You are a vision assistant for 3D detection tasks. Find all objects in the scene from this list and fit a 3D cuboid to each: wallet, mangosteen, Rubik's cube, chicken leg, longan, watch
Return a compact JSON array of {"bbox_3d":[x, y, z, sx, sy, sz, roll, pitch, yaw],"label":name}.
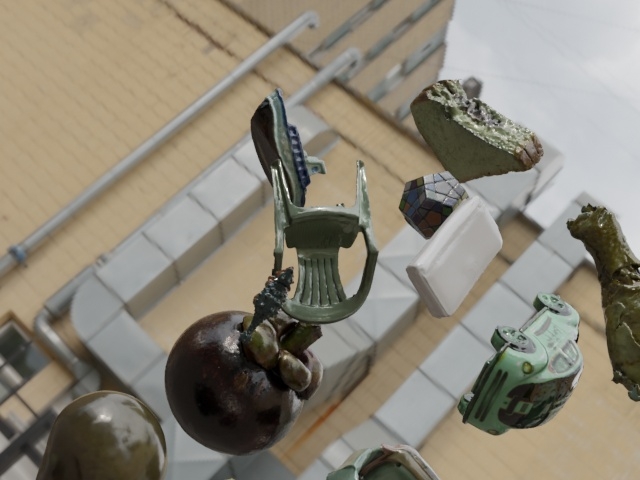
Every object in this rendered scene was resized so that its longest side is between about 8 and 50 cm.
[{"bbox_3d":[0.186,0.020,1.280,0.033,0.190,0.095,-13,-66,46],"label":"wallet"},{"bbox_3d":[-0.144,0.269,1.915,0.307,0.347,0.307,44,25,-27],"label":"mangosteen"},{"bbox_3d":[0.174,-0.052,1.432,0.111,0.111,0.093,42,-30,14],"label":"Rubik's cube"},{"bbox_3d":[0.599,0.110,1.859,0.153,0.201,0.429,72,-1,-69],"label":"chicken leg"},{"bbox_3d":[-0.373,0.375,1.619,0.215,0.246,0.246,-4,-48,27],"label":"longan"},{"bbox_3d":[0.122,0.503,1.747,0.253,0.161,0.241,49,23,-2],"label":"watch"}]

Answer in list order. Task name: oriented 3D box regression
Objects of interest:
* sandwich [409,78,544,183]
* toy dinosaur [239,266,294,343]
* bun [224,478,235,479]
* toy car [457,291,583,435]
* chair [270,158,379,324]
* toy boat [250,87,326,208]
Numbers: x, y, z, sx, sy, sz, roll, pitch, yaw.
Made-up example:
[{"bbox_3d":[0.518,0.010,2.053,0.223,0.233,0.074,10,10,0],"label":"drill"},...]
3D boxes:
[{"bbox_3d":[0.350,-0.257,2.177,0.254,0.099,0.288,61,-25,-13],"label":"sandwich"},{"bbox_3d":[-0.084,0.102,1.515,0.049,0.154,0.055,31,13,-8],"label":"toy dinosaur"},{"bbox_3d":[-0.173,0.454,1.651,0.055,0.086,0.086,43,-17,-30],"label":"bun"},{"bbox_3d":[0.304,0.181,1.341,0.125,0.306,0.136,32,-64,22],"label":"toy car"},{"bbox_3d":[0.000,0.000,1.878,0.191,0.203,0.275,101,-13,-52],"label":"chair"},{"bbox_3d":[-0.062,-0.187,1.981,0.114,0.115,0.262,13,-50,57],"label":"toy boat"}]
